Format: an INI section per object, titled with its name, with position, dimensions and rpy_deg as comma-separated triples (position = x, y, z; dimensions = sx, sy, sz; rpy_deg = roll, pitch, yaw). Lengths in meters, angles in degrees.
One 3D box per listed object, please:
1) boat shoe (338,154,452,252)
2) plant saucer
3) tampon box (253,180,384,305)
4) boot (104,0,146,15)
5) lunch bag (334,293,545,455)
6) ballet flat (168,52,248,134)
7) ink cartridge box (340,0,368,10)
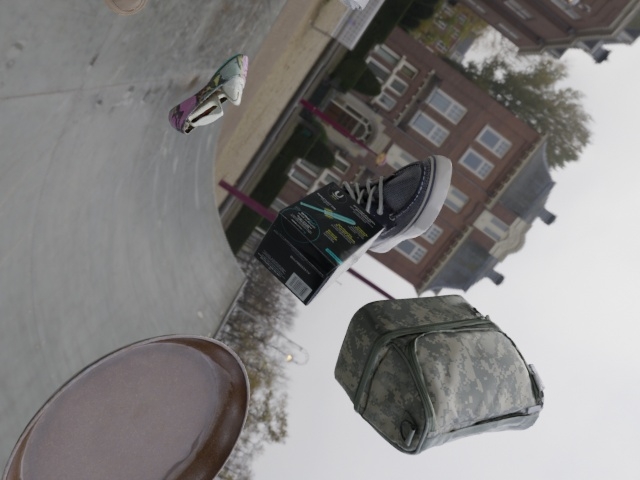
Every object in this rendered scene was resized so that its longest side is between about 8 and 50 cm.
[boat shoe]
position = 0.101, -0.067, 0.938
dimensions = 0.340, 0.158, 0.127
rpy_deg = 126, -25, -64
[plant saucer]
position = -0.229, 0.248, 0.628
dimensions = 0.050, 0.311, 0.310
rpy_deg = 28, -98, 41
[tampon box]
position = 0.000, 0.000, 0.794
dimensions = 0.161, 0.120, 0.101
rpy_deg = -35, 166, -51
[boot]
position = -0.312, -0.429, 0.690
dimensions = 0.073, 0.152, 0.197
rpy_deg = -31, 161, -14
[lunch bag]
position = 0.217, 0.248, 0.907
dimensions = 0.256, 0.305, 0.212
rpy_deg = 50, -49, 48
[ballet flat]
position = -0.223, -0.304, 1.074
dimensions = 0.221, 0.079, 0.077
rpy_deg = -41, 163, -4
[ink cartridge box]
position = 0.026, -0.340, 0.399
dimensions = 0.237, 0.172, 0.100
rpy_deg = -54, -174, 21
